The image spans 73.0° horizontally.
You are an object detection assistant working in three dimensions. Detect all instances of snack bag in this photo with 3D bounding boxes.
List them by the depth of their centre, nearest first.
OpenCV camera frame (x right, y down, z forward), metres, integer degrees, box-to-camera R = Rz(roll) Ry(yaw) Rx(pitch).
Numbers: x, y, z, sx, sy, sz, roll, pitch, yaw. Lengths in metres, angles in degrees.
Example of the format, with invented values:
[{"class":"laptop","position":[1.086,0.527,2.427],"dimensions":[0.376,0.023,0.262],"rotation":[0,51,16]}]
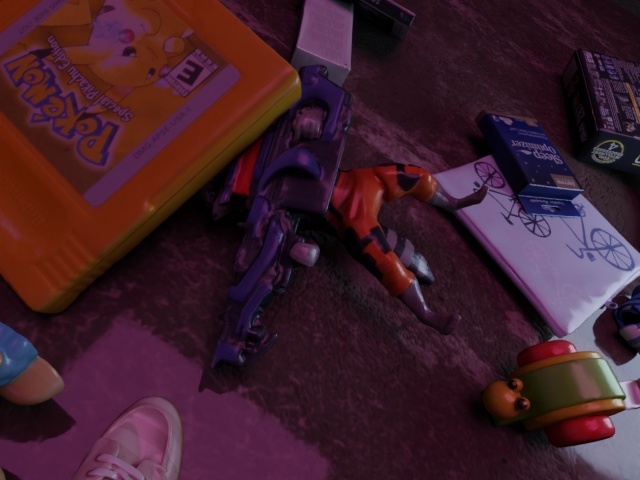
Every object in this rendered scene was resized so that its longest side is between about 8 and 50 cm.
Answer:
[{"class":"snack bag","position":[0.372,-0.020,0.732],"dimensions":[0.343,0.037,0.323],"rotation":[-22,67,-35]}]

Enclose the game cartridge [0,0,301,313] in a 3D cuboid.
[{"class":"game cartridge","position":[-0.230,-0.140,0.428],"dimensions":[0.285,0.052,0.324],"rotation":[44,80,9]}]

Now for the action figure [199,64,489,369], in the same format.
[{"class":"action figure","position":[0.000,0.000,0.503],"dimensions":[0.330,0.178,0.341],"rotation":[23,75,1]}]

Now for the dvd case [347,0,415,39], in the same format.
[{"class":"dvd case","position":[0.077,-0.491,0.878],"dimensions":[0.239,0.029,0.179],"rotation":[29,19,-3]}]

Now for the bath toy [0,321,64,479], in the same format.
[{"class":"bath toy","position":[-0.305,0.189,0.211],"dimensions":[0.151,0.129,0.348],"rotation":[45,48,-16]}]

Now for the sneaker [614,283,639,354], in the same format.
[{"class":"sneaker","position":[0.511,0.113,0.691],"dimensions":[0.059,0.053,0.144],"rotation":[35,49,5]}]

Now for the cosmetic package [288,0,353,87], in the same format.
[{"class":"cosmetic package","position":[0.004,-0.375,0.795],"dimensions":[0.099,0.060,0.239],"rotation":[16,51,-13]}]

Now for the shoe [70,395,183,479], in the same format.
[{"class":"shoe","position":[-0.156,0.214,0.303],"dimensions":[0.077,0.058,0.219],"rotation":[24,50,-8]}]

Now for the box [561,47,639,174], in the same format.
[{"class":"box","position":[0.769,-0.303,1.034],"dimensions":[0.318,0.097,0.394],"rotation":[14,49,6]}]

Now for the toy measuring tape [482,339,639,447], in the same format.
[{"class":"toy measuring tape","position":[0.340,0.180,0.523],"dimensions":[0.330,0.121,0.121],"rotation":[5,55,-22]}]

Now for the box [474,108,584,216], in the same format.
[{"class":"box","position":[0.381,-0.142,0.780],"dimensions":[0.137,0.036,0.225],"rotation":[1,57,-24]}]
